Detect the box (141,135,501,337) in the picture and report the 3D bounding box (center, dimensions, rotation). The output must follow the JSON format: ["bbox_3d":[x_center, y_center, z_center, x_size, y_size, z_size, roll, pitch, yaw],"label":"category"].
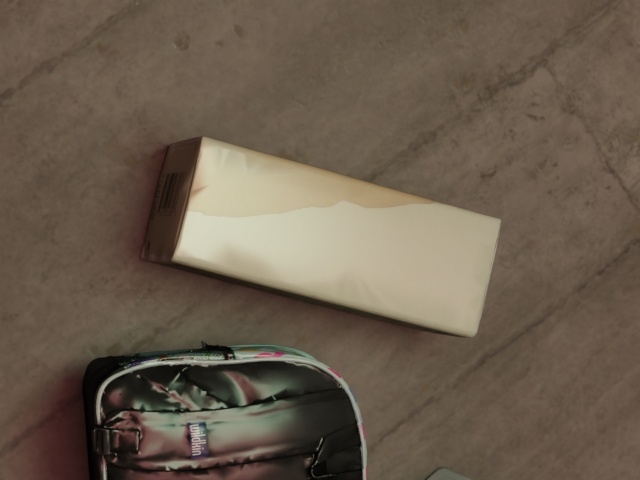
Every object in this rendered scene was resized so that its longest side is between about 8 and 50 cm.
[{"bbox_3d":[0.000,0.000,1.652,0.311,0.148,0.121,15,85,-19],"label":"box"}]

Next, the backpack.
[{"bbox_3d":[-0.089,0.204,1.597,0.253,0.191,0.225,-5,94,-11],"label":"backpack"}]

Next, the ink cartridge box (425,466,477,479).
[{"bbox_3d":[0.131,0.373,1.561,0.270,0.395,0.151,-41,102,-13],"label":"ink cartridge box"}]
